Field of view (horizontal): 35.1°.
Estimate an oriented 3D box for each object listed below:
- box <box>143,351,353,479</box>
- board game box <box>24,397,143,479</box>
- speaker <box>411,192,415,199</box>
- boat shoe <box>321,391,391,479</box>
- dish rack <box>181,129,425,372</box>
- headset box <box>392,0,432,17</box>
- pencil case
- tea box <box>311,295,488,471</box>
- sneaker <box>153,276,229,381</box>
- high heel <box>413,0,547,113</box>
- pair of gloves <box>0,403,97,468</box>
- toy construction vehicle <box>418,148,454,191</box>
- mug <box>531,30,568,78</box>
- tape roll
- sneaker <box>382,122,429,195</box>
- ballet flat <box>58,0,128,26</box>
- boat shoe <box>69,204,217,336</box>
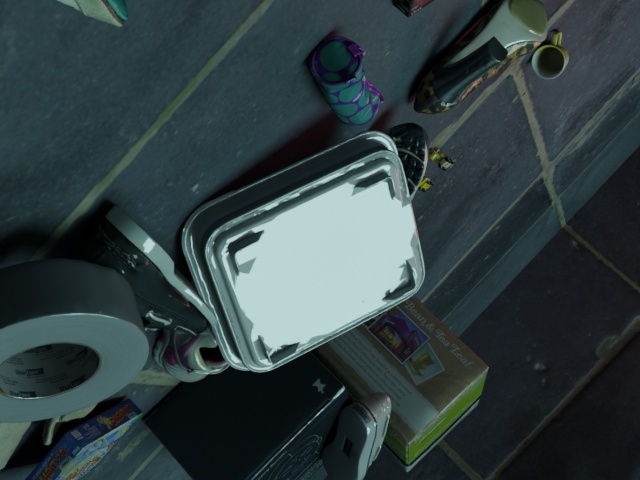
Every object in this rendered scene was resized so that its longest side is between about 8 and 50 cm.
[{"bbox_3d":[-0.106,0.338,1.877,0.293,0.212,0.395,-43,162,-8],"label":"box"},{"bbox_3d":[-0.357,0.314,1.507,0.136,0.035,0.201,-48,173,14],"label":"board game box"},{"bbox_3d":[0.132,-0.072,1.781,0.055,0.055,0.136,-31,157,-37],"label":"speaker"},{"bbox_3d":[0.071,0.364,1.852,0.088,0.096,0.267,-29,147,-31],"label":"boat shoe"},{"bbox_3d":[-0.002,0.028,1.396,0.333,0.072,0.285,-27,124,-16],"label":"dish rack"},{"bbox_3d":[0.128,-0.331,1.275,0.062,0.032,0.083,-37,161,-24],"label":"headset box"},{"bbox_3d":[0.036,-0.201,1.297,0.070,0.064,0.151,-22,163,6],"label":"pencil case"},{"bbox_3d":[0.138,0.252,2.038,0.220,0.329,0.323,-41,160,-12],"label":"tea box"},{"bbox_3d":[-0.180,0.160,1.510,0.103,0.111,0.252,-38,160,-22],"label":"sneaker"},{"bbox_3d":[0.248,-0.293,1.590,0.186,0.093,0.261,-33,-172,44],"label":"high heel"},{"bbox_3d":[-0.353,0.199,1.332,0.204,0.042,0.240,-58,164,18],"label":"pair of gloves"},{"bbox_3d":[0.194,-0.130,1.841,0.086,0.035,0.098,-41,161,20],"label":"toy construction vehicle"},{"bbox_3d":[0.434,-0.340,1.872,0.078,0.062,0.064,-50,170,32],"label":"mug"},{"bbox_3d":[-0.299,0.112,1.088,0.219,0.072,0.219,-16,147,-11],"label":"tape roll"},{"bbox_3d":[0.105,-0.100,1.642,0.122,0.110,0.283,-53,173,-43],"label":"sneaker"},{"bbox_3d":[-0.203,-0.220,0.797,0.052,0.057,0.168,-18,157,3],"label":"ballet flat"},{"bbox_3d":[-0.215,0.058,1.244,0.091,0.114,0.302,-44,149,-8],"label":"boat shoe"}]
